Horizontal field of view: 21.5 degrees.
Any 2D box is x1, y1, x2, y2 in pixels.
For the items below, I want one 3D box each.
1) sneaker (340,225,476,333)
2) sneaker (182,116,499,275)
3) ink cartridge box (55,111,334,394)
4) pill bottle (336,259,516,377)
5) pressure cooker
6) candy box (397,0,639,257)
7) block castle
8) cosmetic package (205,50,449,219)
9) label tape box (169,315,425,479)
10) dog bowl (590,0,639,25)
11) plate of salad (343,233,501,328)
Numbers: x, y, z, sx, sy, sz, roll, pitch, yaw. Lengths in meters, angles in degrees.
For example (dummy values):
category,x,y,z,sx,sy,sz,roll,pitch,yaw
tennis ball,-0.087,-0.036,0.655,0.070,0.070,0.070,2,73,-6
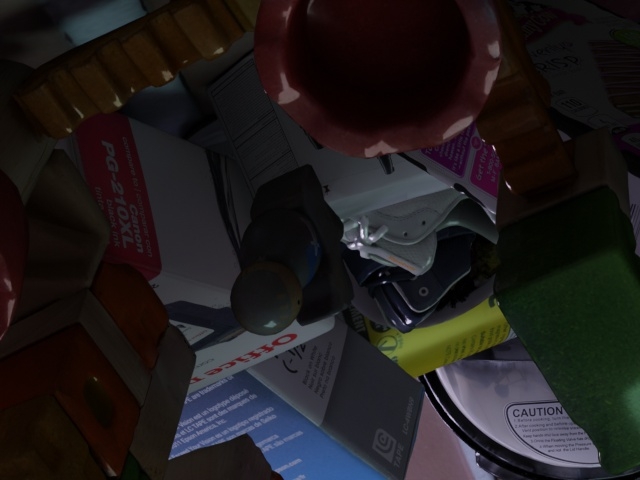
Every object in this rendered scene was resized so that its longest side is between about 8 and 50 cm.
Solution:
category,x,y,z,sx,sy,sz,roll,pitch,yaw
sneaker,0.001,-0.001,1.184,0.226,0.163,0.086,-19,174,-15
sneaker,0.022,-0.032,1.097,0.262,0.121,0.099,-9,169,-19
ink cartridge box,-0.127,0.020,0.961,0.172,0.100,0.237,-25,157,25
pill bottle,0.119,0.004,1.463,0.334,0.188,0.188,-21,173,-13
pressure cooker,0.265,0.076,1.778,0.370,0.375,0.420,-47,172,1
candy box,0.137,-0.065,0.895,0.159,0.233,0.071,-16,128,-42
block castle,0.023,0.093,0.722,0.303,0.453,0.213,-24,-154,20
cosmetic package,0.055,-0.078,1.017,0.239,0.099,0.060,-17,172,-40
label tape box,-0.128,0.097,1.313,0.249,0.348,0.115,-30,-151,39
dog bowl,0.346,-0.145,1.208,0.408,0.150,0.408,-23,173,-3
plate of salad,0.088,-0.026,1.288,0.200,0.199,0.048,-26,136,26
